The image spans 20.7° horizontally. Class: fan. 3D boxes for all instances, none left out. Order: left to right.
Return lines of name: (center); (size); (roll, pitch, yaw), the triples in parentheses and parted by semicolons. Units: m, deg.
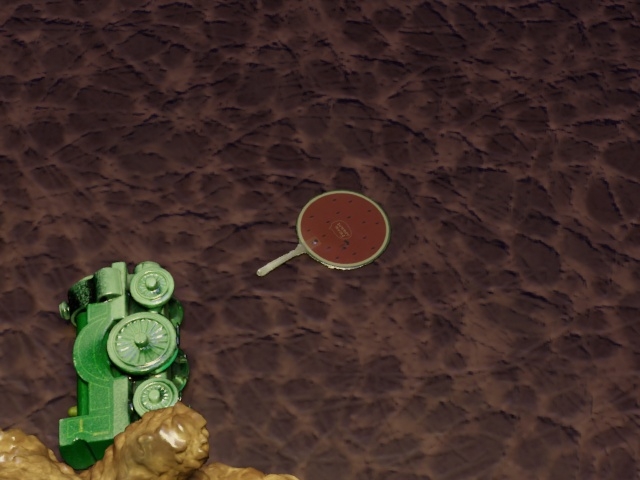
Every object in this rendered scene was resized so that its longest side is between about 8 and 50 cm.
fan: (0.000, 0.000, 1.534); (0.133, 0.005, 0.085); (-27, 62, -21)

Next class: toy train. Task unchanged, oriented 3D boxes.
toy train: (-0.159, 0.098, 1.421); (0.105, 0.071, 0.178); (-9, 57, 4)

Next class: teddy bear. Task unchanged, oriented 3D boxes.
teddy bear: (-0.111, 0.235, 1.224); (0.296, 0.222, 0.246); (18, 101, 21)
